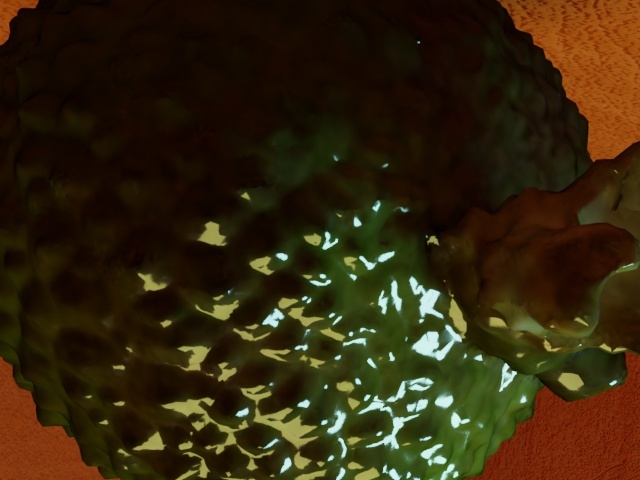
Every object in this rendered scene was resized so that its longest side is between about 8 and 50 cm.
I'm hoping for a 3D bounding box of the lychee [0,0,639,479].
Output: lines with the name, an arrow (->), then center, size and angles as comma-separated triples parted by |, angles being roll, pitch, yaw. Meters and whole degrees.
lychee -> -0.009, -0.003, 0.702 | 0.320, 0.270, 0.270 | 42, -168, 28
